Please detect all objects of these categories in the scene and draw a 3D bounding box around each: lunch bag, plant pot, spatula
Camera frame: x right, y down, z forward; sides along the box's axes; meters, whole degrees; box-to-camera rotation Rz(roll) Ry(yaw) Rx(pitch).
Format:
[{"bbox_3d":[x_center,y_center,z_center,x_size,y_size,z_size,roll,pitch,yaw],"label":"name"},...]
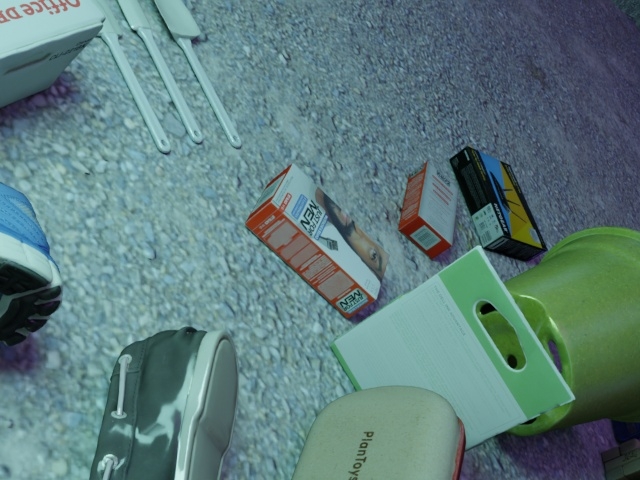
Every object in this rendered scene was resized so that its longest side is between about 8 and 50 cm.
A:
[{"bbox_3d":[0.495,0.273,1.302,0.065,0.067,0.098,34,37,-26],"label":"lunch bag"},{"bbox_3d":[0.314,0.130,1.076,0.254,0.276,0.276,-9,66,-40],"label":"plant pot"},{"bbox_3d":[-0.183,-0.209,0.977,0.168,0.019,0.242,-11,68,-54],"label":"spatula"}]

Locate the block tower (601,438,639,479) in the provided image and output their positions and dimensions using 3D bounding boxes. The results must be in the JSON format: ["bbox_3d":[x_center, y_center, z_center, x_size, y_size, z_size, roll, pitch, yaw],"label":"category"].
[{"bbox_3d":[0.459,0.426,1.102,0.097,0.091,0.335,33,38,-25],"label":"block tower"}]

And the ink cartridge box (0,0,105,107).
[{"bbox_3d":[-0.353,-0.240,0.716,0.273,0.114,0.197,49,33,-5],"label":"ink cartridge box"}]

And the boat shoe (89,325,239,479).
[{"bbox_3d":[-0.134,0.209,0.612,0.112,0.095,0.335,72,19,-44],"label":"boat shoe"}]

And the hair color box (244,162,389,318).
[{"bbox_3d":[0.000,0.000,0.975,0.167,0.053,0.093,44,34,-15],"label":"hair color box"}]

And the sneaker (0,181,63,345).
[{"bbox_3d":[-0.339,-0.030,0.562,0.330,0.130,0.147,25,28,-39],"label":"sneaker"}]

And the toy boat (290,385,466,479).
[{"bbox_3d":[0.061,0.246,0.777,0.231,0.151,0.151,-62,141,-53],"label":"toy boat"}]

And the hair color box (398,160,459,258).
[{"bbox_3d":[0.159,-0.046,1.214,0.072,0.043,0.141,41,37,-17],"label":"hair color box"}]

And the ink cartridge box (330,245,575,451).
[{"bbox_3d":[0.134,0.125,0.856,0.056,0.235,0.171,-19,74,-50],"label":"ink cartridge box"}]

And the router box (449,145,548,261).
[{"bbox_3d":[0.294,-0.060,1.384,0.133,0.046,0.179,15,49,-43],"label":"router box"}]
